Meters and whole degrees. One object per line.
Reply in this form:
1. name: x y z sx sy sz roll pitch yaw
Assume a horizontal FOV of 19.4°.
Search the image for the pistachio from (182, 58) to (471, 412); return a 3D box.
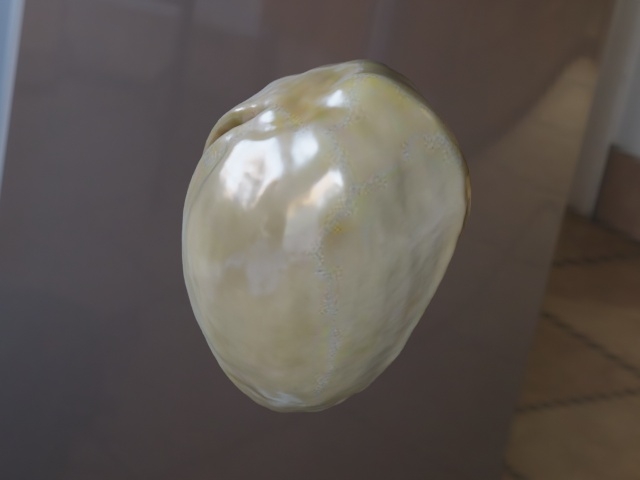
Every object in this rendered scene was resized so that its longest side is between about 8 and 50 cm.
1. pistachio: 0.000 0.000 0.825 0.124 0.185 0.124 2 45 -2
